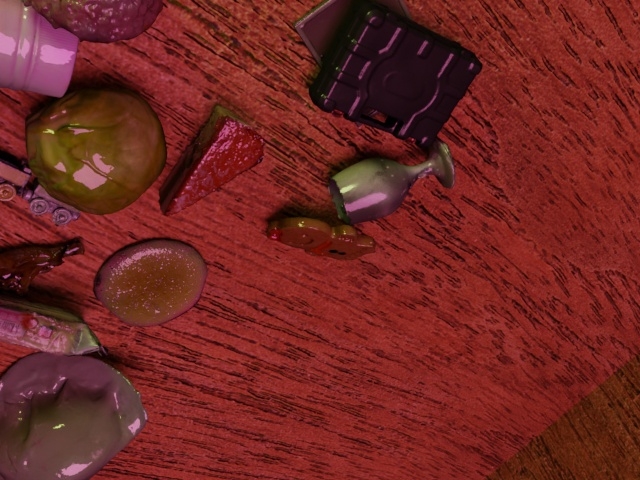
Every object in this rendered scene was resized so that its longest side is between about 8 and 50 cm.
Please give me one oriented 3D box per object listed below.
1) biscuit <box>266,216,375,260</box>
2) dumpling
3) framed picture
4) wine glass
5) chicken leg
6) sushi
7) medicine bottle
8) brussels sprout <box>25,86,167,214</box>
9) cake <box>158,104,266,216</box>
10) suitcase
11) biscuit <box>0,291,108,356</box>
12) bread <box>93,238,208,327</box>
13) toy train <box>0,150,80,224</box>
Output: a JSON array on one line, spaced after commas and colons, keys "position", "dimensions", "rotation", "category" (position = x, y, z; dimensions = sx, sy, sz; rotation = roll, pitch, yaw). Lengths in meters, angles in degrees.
[{"position": [0.000, 0.000, 1.425], "dimensions": [0.225, 0.036, 0.166], "rotation": [18, 157, -30], "category": "biscuit"}, {"position": [-0.551, 0.392, 1.438], "dimensions": [0.320, 0.270, 0.212], "rotation": [-35, 163, -29], "category": "dumpling"}, {"position": [0.088, -0.344, 1.247], "dimensions": [0.189, 0.023, 0.260], "rotation": [-36, 134, 5], "category": "framed picture"}, {"position": [0.143, -0.119, 1.393], "dimensions": [0.241, 0.126, 0.126], "rotation": [-20, 133, -8], "category": "wine glass"}, {"position": [-0.514, 0.047, 1.250], "dimensions": [0.178, 0.070, 0.093], "rotation": [-25, 110, -22], "category": "chicken leg"}, {"position": [-0.267, -0.349, 0.907], "dimensions": [0.241, 0.161, 0.107], "rotation": [-49, 170, -46], "category": "sushi"}, {"position": [-0.467, -0.290, 0.929], "dimensions": [0.253, 0.152, 0.152], "rotation": [8, 123, -31], "category": "medicine bottle"}, {"position": [-0.351, -0.147, 1.097], "dimensions": [0.223, 0.161, 0.223], "rotation": [-19, 134, -21], "category": "brussels sprout"}, {"position": [-0.189, -0.130, 1.244], "dimensions": [0.116, 0.086, 0.220], "rotation": [21, 115, -35], "category": "cake"}, {"position": [0.139, -0.294, 1.257], "dimensions": [0.285, 0.066, 0.206], "rotation": [13, 121, -34], "category": "suitcase"}, {"position": [-0.547, 0.141, 1.237], "dimensions": [0.309, 0.186, 0.079], "rotation": [24, 85, -36], "category": "biscuit"}, {"position": [-0.336, 0.093, 1.394], "dimensions": [0.228, 0.033, 0.229], "rotation": [-15, 133, -16], "category": "bread"}, {"position": [-0.484, -0.094, 1.149], "dimensions": [0.202, 0.060, 0.081], "rotation": [30, 103, -40], "category": "toy train"}]
